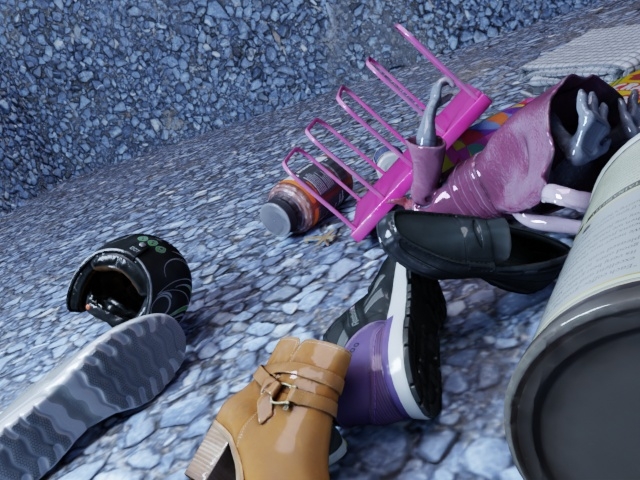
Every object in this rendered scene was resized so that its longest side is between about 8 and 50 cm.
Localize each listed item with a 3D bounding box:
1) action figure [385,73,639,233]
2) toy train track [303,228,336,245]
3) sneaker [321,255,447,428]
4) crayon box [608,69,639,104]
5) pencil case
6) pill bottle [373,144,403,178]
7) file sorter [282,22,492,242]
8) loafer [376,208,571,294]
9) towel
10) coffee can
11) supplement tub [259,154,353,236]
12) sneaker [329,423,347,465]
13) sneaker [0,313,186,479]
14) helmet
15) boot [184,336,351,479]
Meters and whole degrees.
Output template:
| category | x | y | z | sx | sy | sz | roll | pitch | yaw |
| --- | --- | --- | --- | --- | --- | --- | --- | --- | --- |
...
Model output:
| category | x | y | z | sx | sy | sz | roll | pitch | yaw |
| --- | --- | --- | --- | --- | --- | --- | --- | --- | --- |
| action figure | 0.233 | -0.060 | 0.804 | 0.370 | 0.248 | 0.275 | -27 | 46 | 47 |
| toy train track | 0.000 | 0.000 | 1.071 | 0.048 | 0.014 | 0.083 | -42 | 22 | -31 |
| sneaker | 0.058 | 0.084 | 0.663 | 0.124 | 0.107 | 0.283 | -20 | 19 | 22 |
| crayon box | 0.574 | -0.226 | 0.973 | 0.319 | 0.081 | 0.202 | -24 | 23 | -11 |
| pencil case | 0.301 | -0.165 | 1.077 | 0.236 | 0.104 | 0.104 | -28 | 21 | -20 |
| pill bottle | 0.142 | -0.158 | 1.262 | 0.067 | 0.067 | 0.120 | -19 | 20 | 6 |
| file sorter | 0.097 | -0.184 | 1.010 | 0.290 | 0.182 | 0.202 | -47 | 8 | 18 |
| loafer | 0.162 | 0.003 | 0.641 | 0.078 | 0.223 | 0.076 | -50 | 36 | 45 |
| towel | 0.567 | -0.329 | 1.220 | 0.235 | 0.121 | 0.284 | -29 | 23 | -17 |
| coffee can | 0.256 | 0.049 | 0.399 | 0.202 | 0.201 | 0.275 | -6 | 24 | 36 |
| supplement tub | -0.028 | -0.082 | 1.177 | 0.106 | 0.106 | 0.198 | -4 | 25 | 40 |
| sneaker | -0.016 | 0.191 | 0.545 | 0.083 | 0.035 | 0.031 | -32 | 21 | -28 |
| sneaker | -0.298 | 0.177 | 0.764 | 0.281 | 0.105 | 0.115 | -34 | 22 | -33 |
| helmet | -0.269 | 0.073 | 0.906 | 0.170 | 0.169 | 0.161 | -17 | -3 | 10 |
| boot | -0.010 | 0.155 | 0.497 | 0.197 | 0.073 | 0.152 | 11 | 55 | 41 |
